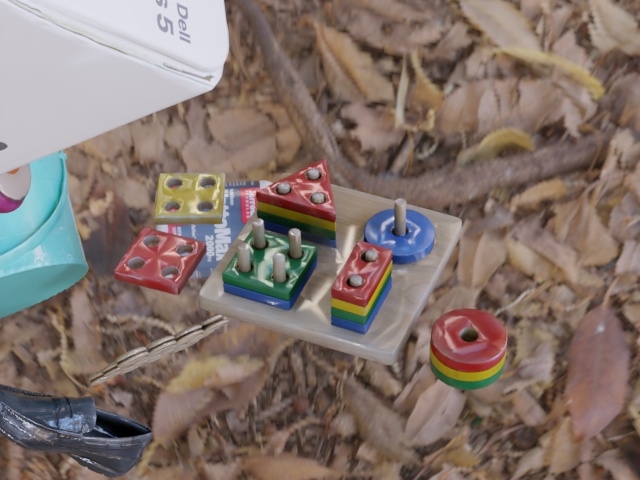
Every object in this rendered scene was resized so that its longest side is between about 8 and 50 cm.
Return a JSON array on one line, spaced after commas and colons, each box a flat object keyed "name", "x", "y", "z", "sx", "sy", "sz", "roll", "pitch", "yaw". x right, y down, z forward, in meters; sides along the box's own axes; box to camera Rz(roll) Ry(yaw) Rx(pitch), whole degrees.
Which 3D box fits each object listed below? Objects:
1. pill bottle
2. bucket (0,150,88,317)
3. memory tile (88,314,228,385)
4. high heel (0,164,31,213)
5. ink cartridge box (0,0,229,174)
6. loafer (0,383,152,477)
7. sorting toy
[{"name": "pill bottle", "x": -0.092, "y": -0.013, "z": 1.495, "sx": 0.180, "sy": 0.108, "sz": 0.108, "roll": -4, "pitch": 74, "yaw": -3}, {"name": "bucket", "x": -0.413, "y": -0.010, "z": 1.545, "sx": 0.281, "sy": 0.281, "sz": 0.183, "roll": -22, "pitch": 81, "yaw": -8}, {"name": "memory tile", "x": -0.181, "y": 0.121, "z": 1.480, "sx": 0.148, "sy": 0.113, "sz": 0.012, "roll": -20, "pitch": 82, "yaw": -37}, {"name": "high heel", "x": -0.407, "y": -0.091, "z": 1.270, "sx": 0.181, "sy": 0.127, "sz": 0.377, "roll": -48, "pitch": 47, "yaw": 5}, {"name": "ink cartridge box", "x": -0.182, "y": -0.118, "z": 0.501, "sx": 0.273, "sy": 0.115, "sz": 0.198, "roll": -18, "pitch": 71, "yaw": 30}, {"name": "loafer", "x": -0.292, "y": 0.208, "z": 1.533, "sx": 0.078, "sy": 0.223, "sz": 0.076, "roll": -47, "pitch": 41, "yaw": 14}, {"name": "sorting toy", "x": 0.000, "y": 0.000, "z": 0.848, "sx": 0.274, "sy": 0.046, "sz": 0.132, "roll": 15, "pitch": 45, "yaw": 18}]
